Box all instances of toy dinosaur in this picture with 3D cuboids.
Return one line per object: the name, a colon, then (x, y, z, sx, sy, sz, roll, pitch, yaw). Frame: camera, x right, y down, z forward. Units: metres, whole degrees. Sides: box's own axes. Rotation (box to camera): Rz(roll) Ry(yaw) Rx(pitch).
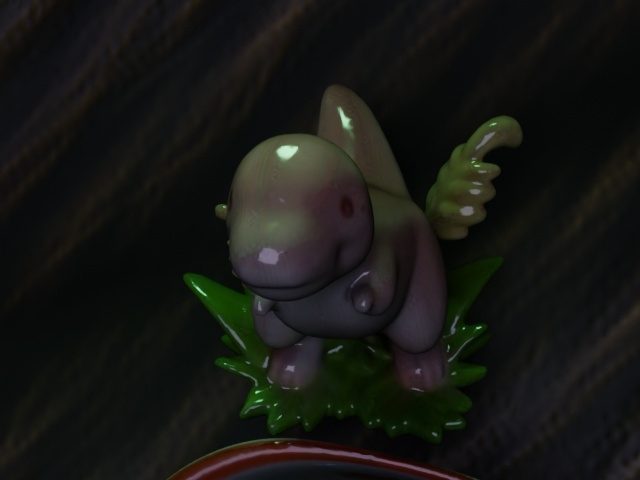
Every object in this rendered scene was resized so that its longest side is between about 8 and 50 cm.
toy dinosaur: (-0.006, -0.002, 0.781, 0.152, 0.177, 0.194, 8, 42, 20)

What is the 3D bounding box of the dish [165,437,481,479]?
dish: (0.016, 0.212, 0.796, 0.256, 0.117, 0.256, -1, 84, 12)
